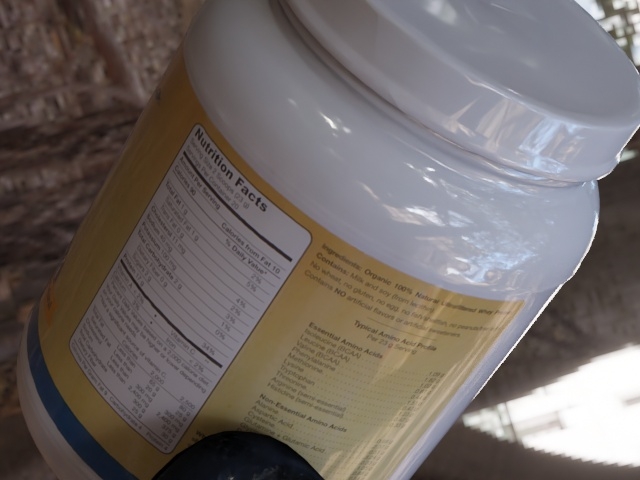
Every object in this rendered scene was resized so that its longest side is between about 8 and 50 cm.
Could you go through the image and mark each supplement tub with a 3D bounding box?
[{"bbox_3d":[0.000,0.000,0.490,0.200,0.144,0.144,-56,-154,28],"label":"supplement tub"}]

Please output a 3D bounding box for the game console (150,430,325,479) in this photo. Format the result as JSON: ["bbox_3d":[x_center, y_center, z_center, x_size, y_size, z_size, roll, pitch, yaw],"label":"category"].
[{"bbox_3d":[0.071,0.199,0.459,0.361,0.213,0.044,48,-33,-13],"label":"game console"}]
